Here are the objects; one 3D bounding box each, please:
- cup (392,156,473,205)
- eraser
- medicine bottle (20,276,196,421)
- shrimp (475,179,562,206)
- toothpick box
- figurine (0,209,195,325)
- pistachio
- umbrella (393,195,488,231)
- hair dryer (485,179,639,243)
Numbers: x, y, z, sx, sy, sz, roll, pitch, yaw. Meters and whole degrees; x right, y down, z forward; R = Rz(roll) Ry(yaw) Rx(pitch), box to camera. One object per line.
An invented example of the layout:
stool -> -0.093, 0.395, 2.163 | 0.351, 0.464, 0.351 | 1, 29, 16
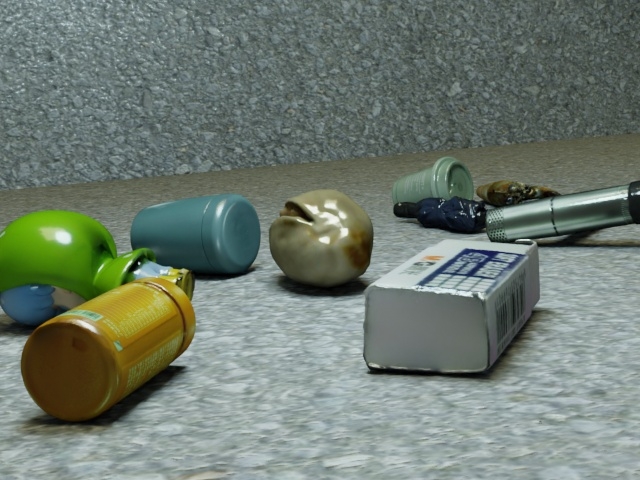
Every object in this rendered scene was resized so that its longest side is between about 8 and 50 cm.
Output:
cup -> 0.213, -0.093, 2.019 | 0.141, 0.120, 0.120 | -11, 2, 40
eraser -> 0.147, 0.062, 1.106 | 0.130, 0.086, 0.287 | 2, 10, 22
medicine bottle -> -0.195, 0.097, 0.990 | 0.096, 0.096, 0.192 | -2, 10, 14
shrimp -> 0.414, -0.095, 2.117 | 0.169, 0.058, 0.296 | -2, 5, -2
toothpick box -> -0.194, -0.008, 1.593 | 0.184, 0.120, 0.120 | -2, 9, 31
figurine -> -0.291, 0.040, 1.307 | 0.263, 0.143, 0.162 | 9, 17, 12
pistachio -> 0.000, 0.000, 1.438 | 0.144, 0.144, 0.215 | -6, 3, -15
umbrella -> 0.213, -0.056, 1.893 | 0.071, 0.071, 0.248 | -8, 11, -26
hair dryer -> 0.458, -0.073, 1.660 | 0.320, 0.155, 0.284 | -7, 15, 39
